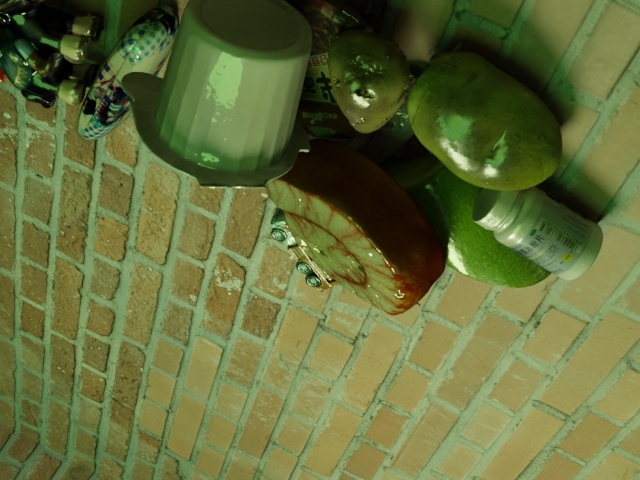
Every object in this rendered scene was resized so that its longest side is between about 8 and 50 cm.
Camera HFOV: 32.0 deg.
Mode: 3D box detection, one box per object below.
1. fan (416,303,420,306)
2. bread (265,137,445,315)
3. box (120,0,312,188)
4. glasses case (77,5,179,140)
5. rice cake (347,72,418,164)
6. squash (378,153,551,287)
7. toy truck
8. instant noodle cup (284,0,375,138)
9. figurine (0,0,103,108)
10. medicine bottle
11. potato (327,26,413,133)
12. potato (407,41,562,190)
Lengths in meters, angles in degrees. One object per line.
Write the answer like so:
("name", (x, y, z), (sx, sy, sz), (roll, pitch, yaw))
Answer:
("fan", (0.132, 0.087, 2.084), (0.133, 0.005, 0.085), (36, 141, -7))
("bread", (0.059, -0.014, 1.798), (0.295, 0.114, 0.327), (33, 161, 28))
("box", (-0.137, -0.244, 1.584), (0.291, 0.262, 0.206), (33, 131, 13))
("glasses case", (-0.325, -0.275, 1.873), (0.076, 0.125, 0.327), (43, 142, -3))
("rice cake", (0.092, -0.173, 1.778), (0.081, 0.051, 0.290), (38, 142, -12))
("squash", (0.223, -0.009, 1.834), (0.203, 0.111, 0.288), (-10, 129, 42))
("toy truck", (0.000, 0.001, 2.013), (0.115, 0.080, 0.177), (-15, 125, 37))
("instant noodle cup", (-0.001, -0.283, 1.681), (0.274, 0.090, 0.274), (18, 140, 16))
("figurine", (-0.569, -0.352, 1.890), (0.412, 0.241, 0.306), (-3, 141, 22))
("medicine bottle", (0.335, -0.023, 1.727), (0.187, 0.102, 0.103), (29, 144, -14))
("potato", (0.071, -0.207, 1.570), (0.101, 0.089, 0.172), (1, 132, 30))
("potato", (0.237, -0.167, 1.618), (0.248, 0.143, 0.169), (30, 128, -15))
